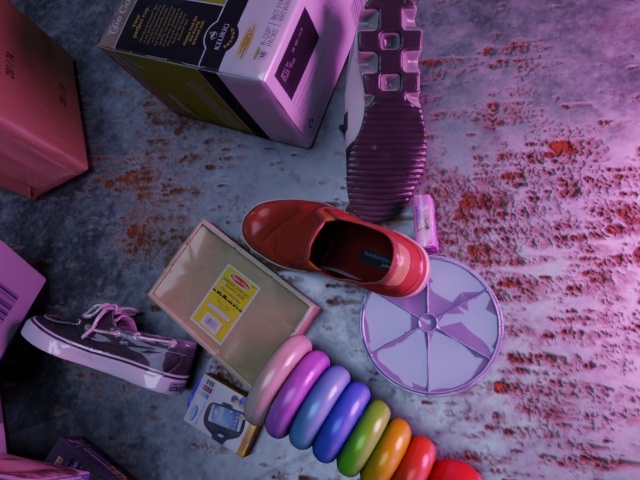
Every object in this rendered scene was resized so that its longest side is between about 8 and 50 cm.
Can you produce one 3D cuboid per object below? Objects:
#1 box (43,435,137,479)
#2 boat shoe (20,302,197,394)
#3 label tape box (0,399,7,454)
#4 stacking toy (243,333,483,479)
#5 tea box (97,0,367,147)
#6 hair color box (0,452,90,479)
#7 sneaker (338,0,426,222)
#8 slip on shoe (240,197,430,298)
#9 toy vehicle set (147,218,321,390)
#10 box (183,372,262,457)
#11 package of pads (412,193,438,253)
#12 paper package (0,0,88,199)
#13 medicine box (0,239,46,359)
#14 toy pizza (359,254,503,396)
[{"bbox_3d":[-0.402,0.462,0.704,0.183,0.059,0.232,23,75,20],"label":"box"},{"bbox_3d":[-0.352,0.160,0.753,0.306,0.113,0.105,14,79,18],"label":"boat shoe"},{"bbox_3d":[-0.677,0.449,0.781,0.241,0.106,0.333,-27,70,9],"label":"label tape box"},{"bbox_3d":[0.066,0.268,0.601,0.330,0.141,0.141,30,86,14],"label":"stacking toy"},{"bbox_3d":[-0.127,-0.381,0.768,0.324,0.220,0.329,20,82,20],"label":"tea box"},{"bbox_3d":[-0.541,0.352,0.632,0.347,0.174,0.105,8,68,8],"label":"hair color box"},{"bbox_3d":[0.095,-0.196,0.721,0.123,0.146,0.330,3,99,-8],"label":"sneaker"},{"bbox_3d":[0.000,0.000,0.678,0.331,0.101,0.123,19,87,34],"label":"slip on shoe"},{"bbox_3d":[-0.150,0.101,0.747,0.267,0.035,0.166,35,88,22],"label":"toy vehicle set"},{"bbox_3d":[-0.155,0.270,0.710,0.136,0.028,0.081,21,83,19],"label":"box"},{"bbox_3d":[0.158,-0.024,0.678,0.032,0.050,0.083,-8,74,21],"label":"package of pads"},{"bbox_3d":[-0.620,-0.285,0.845,0.168,0.309,0.324,-22,71,6],"label":"paper package"},{"bbox_3d":[-0.690,0.157,0.779,0.289,0.149,0.263,-21,38,12],"label":"medicine box"},{"bbox_3d":[0.157,0.121,0.651,0.201,0.032,0.201,-5,73,16],"label":"toy pizza"}]
